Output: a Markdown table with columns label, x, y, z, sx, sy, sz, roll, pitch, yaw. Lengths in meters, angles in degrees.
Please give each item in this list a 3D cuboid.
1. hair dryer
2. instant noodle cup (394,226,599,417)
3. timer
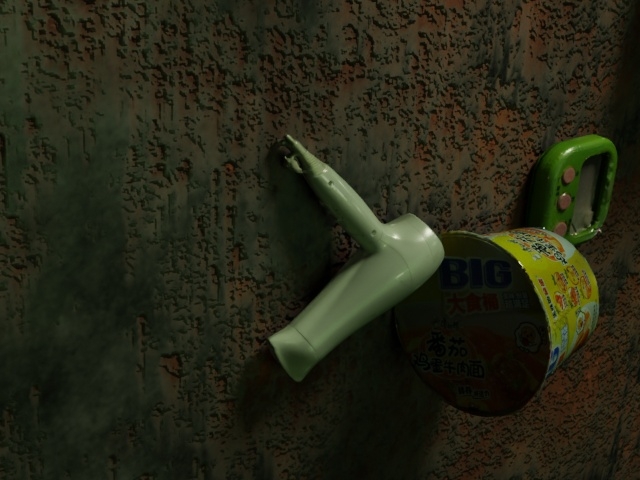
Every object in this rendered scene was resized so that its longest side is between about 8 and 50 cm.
| label | x | y | z | sx | sy | sz | roll | pitch | yaw |
| --- | --- | --- | --- | --- | --- | --- | --- | --- | --- |
| hair dryer | 0.000 | 0.000 | 1.007 | 0.206 | 0.075 | 0.237 | -39 | 125 | -13 |
| instant noodle cup | 0.200 | 0.076 | 1.138 | 0.153 | 0.205 | 0.205 | -17 | 122 | -48 |
| timer | 0.306 | -0.058 | 1.256 | 0.128 | 0.047 | 0.140 | -15 | 121 | -35 |
